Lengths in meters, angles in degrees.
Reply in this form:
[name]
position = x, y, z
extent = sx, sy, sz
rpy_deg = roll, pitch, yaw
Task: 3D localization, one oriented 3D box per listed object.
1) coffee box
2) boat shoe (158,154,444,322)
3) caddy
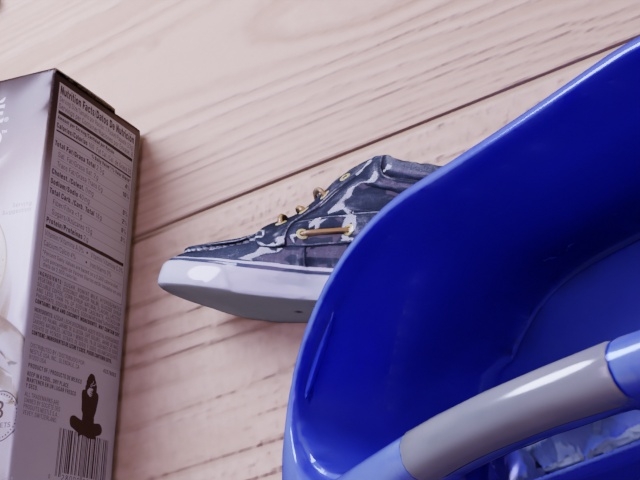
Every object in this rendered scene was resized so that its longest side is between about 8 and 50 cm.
[coffee box]
position = -0.201, 0.035, 0.677
extent = 0.141, 0.098, 0.247
rpy_deg = -8, 68, 24
[boat shoe]
position = 0.000, 0.000, 0.614
extent = 0.183, 0.065, 0.083
rpy_deg = 2, 71, 20
[caddy]
position = 0.119, 0.069, 0.402
extent = 0.341, 0.179, 0.241
rpy_deg = -35, 55, 41
